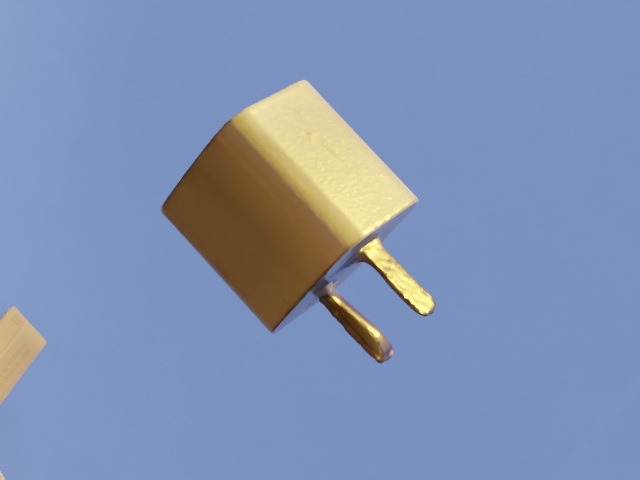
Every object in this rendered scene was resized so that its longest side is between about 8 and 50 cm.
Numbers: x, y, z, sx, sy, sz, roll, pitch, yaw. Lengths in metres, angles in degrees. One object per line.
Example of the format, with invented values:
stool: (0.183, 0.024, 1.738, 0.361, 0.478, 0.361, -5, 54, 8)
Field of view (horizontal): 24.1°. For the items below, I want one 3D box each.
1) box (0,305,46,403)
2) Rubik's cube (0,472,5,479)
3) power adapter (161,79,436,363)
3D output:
box: (-0.383, 0.166, 1.568, 0.141, 0.201, 0.058, -35, -77, 26)
Rubik's cube: (-0.304, 0.242, 1.351, 0.084, 0.073, 0.075, -49, -117, 6)
power adapter: (0.000, 0.000, 1.150, 0.205, 0.125, 0.130, 48, -51, 6)
